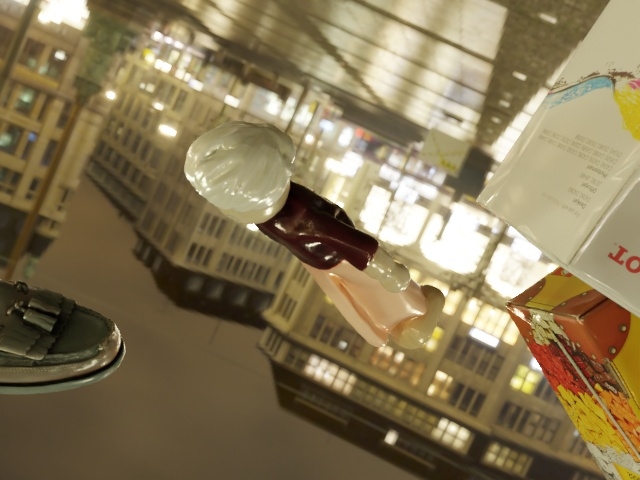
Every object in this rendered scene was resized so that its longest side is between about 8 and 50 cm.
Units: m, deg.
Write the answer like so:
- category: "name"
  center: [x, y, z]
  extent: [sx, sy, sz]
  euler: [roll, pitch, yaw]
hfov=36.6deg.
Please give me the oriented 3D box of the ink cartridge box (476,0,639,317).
- category: "ink cartridge box"
  center: [0.301, -0.071, 0.766]
  extent: [0.198, 0.270, 0.197]
  euler: [31, -171, -19]

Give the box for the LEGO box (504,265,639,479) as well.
- category: "LEGO box"
  center: [0.542, 0.100, 1.159]
  extent: [0.372, 0.500, 0.193]
  euler: [59, 170, -8]

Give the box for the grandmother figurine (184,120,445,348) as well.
- category: "grandmother figurine"
  center: [0.000, 0.000, 0.922]
  extent: [0.208, 0.104, 0.342]
  euler: [16, 163, 42]

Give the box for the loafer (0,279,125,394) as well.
- category: "loafer"
  center: [-0.304, 0.069, 0.833]
  extent: [0.268, 0.084, 0.096]
  euler: [4, -145, 9]
